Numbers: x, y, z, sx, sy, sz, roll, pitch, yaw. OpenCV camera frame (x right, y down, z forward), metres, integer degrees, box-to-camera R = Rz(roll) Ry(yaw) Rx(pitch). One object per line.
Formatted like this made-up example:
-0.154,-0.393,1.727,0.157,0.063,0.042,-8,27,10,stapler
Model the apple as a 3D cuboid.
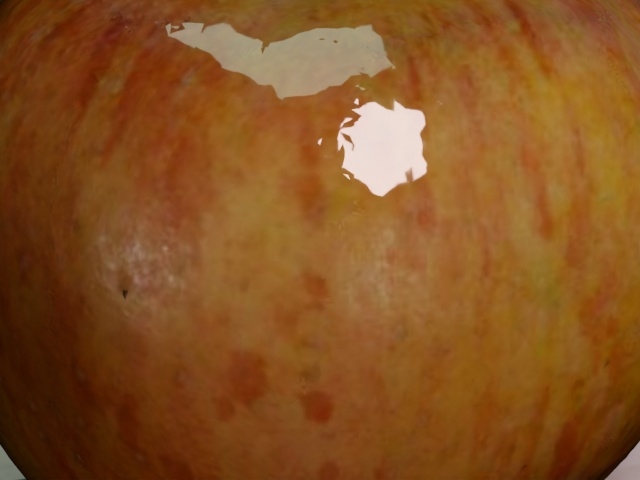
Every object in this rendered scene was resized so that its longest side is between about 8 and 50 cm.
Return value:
0.000,0.000,1.005,0.400,0.333,0.400,4,26,-2,apple
